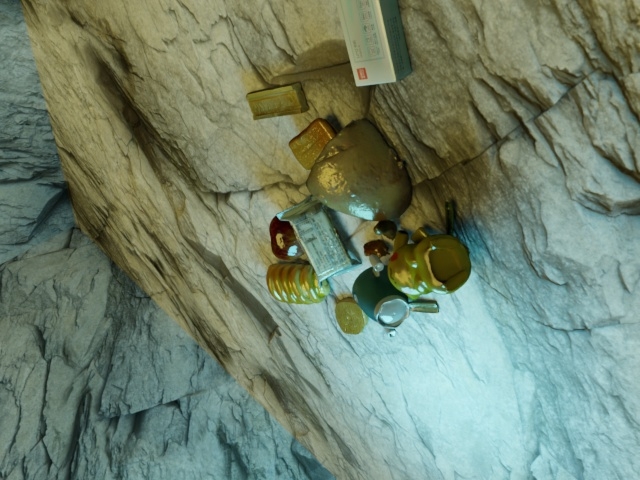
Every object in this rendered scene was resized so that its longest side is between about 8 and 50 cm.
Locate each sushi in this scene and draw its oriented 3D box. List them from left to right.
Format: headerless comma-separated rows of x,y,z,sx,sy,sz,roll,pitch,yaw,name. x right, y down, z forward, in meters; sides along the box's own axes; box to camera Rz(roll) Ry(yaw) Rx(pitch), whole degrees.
0.183,0.034,1.746,0.060,0.061,0.118,57,165,-20,sushi

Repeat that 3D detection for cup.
0.201,0.187,1.695,0.173,0.167,0.300,-115,9,-59,cup

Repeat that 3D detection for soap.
-0.145,-0.444,1.721,0.252,0.037,0.092,7,123,46,soap

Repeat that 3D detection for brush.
0.287,0.214,1.798,0.248,0.036,0.043,-3,121,42,brush

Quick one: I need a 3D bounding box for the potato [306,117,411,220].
0.123,-0.172,1.518,0.264,0.189,0.211,43,143,14,potato

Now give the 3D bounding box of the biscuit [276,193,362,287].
0.004,-0.003,1.826,0.309,0.186,0.079,61,-179,-11,biscuit

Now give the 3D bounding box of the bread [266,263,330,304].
-0.100,0.173,2.120,0.311,0.121,0.173,-4,115,49,bread

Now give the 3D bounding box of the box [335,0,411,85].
0.128,-0.522,1.311,0.135,0.079,0.269,8,125,44,box

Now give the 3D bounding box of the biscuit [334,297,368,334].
0.117,0.289,2.053,0.142,0.029,0.221,39,143,17,biscuit

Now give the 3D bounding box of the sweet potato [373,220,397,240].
0.194,-0.038,1.606,0.054,0.182,0.053,-41,72,15,sweet potato

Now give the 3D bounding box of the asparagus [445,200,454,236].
0.360,-0.019,1.519,0.034,0.027,0.236,13,133,22,asparagus

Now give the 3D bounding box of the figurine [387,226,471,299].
0.289,0.062,1.511,0.326,0.169,0.218,-19,84,61,figurine

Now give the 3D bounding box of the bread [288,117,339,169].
-0.009,-0.300,1.656,0.200,0.077,0.116,-27,97,52,bread

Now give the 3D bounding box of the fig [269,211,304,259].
-0.080,-0.023,1.931,0.175,0.207,0.175,172,90,-85,fig
